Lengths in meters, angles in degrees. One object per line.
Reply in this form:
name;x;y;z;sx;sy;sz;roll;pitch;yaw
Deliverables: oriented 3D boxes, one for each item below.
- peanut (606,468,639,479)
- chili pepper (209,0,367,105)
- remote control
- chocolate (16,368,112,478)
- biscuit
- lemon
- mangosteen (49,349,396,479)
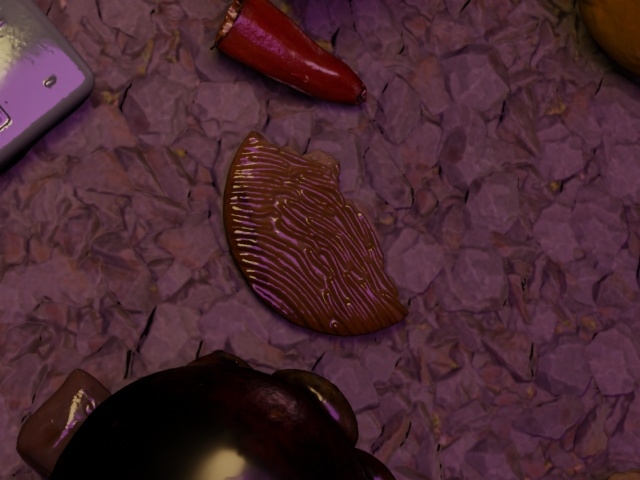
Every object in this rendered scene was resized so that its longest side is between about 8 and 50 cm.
peanut;0.381;0.332;1.526;0.123;0.123;0.256;-43;89;-20
chili pepper;-0.022;-0.184;1.511;0.169;0.065;0.088;32;47;-18
remote control;-0.355;-0.103;1.385;0.296;0.056;0.140;-42;93;-18
chocolate;-0.235;0.170;1.392;0.064;0.031;0.101;46;72;-1
biscuit;0.000;0.000;1.497;0.228;0.031;0.176;28;75;-11
lemon;0.376;-0.259;1.582;0.244;0.187;0.187;12;77;-13
mangosteen;-0.073;0.241;1.313;0.307;0.307;0.347;53;41;-3
